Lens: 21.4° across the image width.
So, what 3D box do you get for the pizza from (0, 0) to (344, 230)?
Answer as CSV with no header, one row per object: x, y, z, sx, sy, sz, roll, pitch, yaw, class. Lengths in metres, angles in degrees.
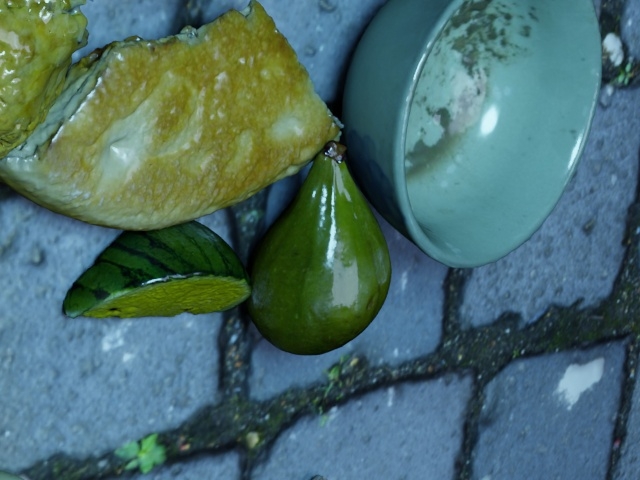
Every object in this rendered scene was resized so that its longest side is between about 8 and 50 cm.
-0.115,-0.098,1.353,0.365,0.074,0.182,-16,120,-42,pizza

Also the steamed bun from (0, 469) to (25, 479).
-0.283,0.280,1.173,0.352,0.247,0.339,23,126,-11,steamed bun

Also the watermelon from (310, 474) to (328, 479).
0.042,0.406,1.628,0.283,0.250,0.293,-10,117,-50,watermelon

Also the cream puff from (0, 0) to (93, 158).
-0.240,-0.136,1.160,0.189,0.129,0.189,-26,128,-37,cream puff

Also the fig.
0.008,0.015,1.471,0.133,0.127,0.185,-15,151,-28,fig

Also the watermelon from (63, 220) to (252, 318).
-0.114,0.034,1.413,0.181,0.075,0.092,5,108,-50,watermelon

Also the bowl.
0.114,-0.130,1.530,0.289,0.146,0.289,-24,124,-41,bowl
